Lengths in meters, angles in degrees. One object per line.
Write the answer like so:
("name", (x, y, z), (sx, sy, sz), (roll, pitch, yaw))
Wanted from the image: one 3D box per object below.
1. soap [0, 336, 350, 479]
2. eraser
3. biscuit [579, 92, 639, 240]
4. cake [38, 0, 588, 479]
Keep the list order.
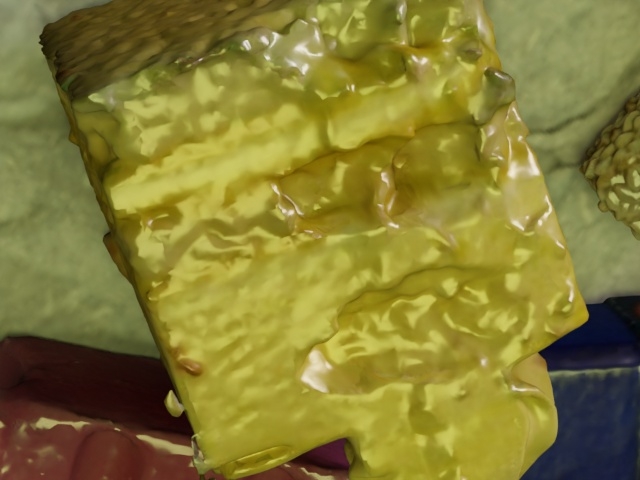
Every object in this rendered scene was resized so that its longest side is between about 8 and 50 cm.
("soap", (-0.122, 0.258, 1.098), (0.233, 0.128, 0.359), (14, 104, -13))
("eraser", (0.240, 0.114, 1.135), (0.332, 0.101, 0.155), (-2, 109, -8))
("biscuit", (0.230, -0.073, 1.092), (0.082, 0.070, 0.168), (40, 99, -10))
("cake", (0.000, 0.000, 0.987), (0.222, 0.227, 0.286), (-18, 109, -5))
